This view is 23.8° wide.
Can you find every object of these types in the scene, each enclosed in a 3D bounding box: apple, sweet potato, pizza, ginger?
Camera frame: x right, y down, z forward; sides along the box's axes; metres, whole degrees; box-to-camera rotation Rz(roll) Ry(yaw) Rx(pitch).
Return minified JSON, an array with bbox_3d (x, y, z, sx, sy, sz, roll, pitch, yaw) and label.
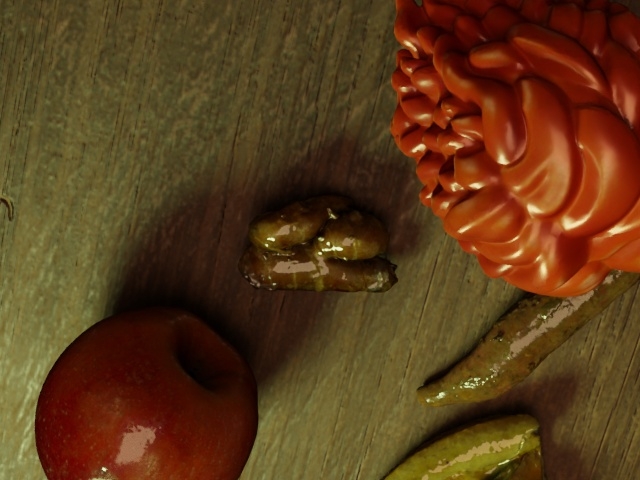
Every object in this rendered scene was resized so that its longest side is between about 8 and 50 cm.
[{"bbox_3d":[-0.173,0.180,1.514,0.218,0.218,0.201,41,115,-10],"label":"apple"},{"bbox_3d":[0.220,0.081,1.520,0.314,0.072,0.066,-43,63,18],"label":"sweet potato"},{"bbox_3d":[0.116,0.312,1.611,0.268,0.087,0.258,-7,107,10],"label":"pizza"},{"bbox_3d":[0.000,0.000,1.510,0.162,0.073,0.103,3,124,-3],"label":"ginger"}]

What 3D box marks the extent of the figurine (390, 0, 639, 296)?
[{"bbox_3d":[0.212,-0.094,1.287,0.241,0.412,0.306,-36,74,21],"label":"figurine"}]
